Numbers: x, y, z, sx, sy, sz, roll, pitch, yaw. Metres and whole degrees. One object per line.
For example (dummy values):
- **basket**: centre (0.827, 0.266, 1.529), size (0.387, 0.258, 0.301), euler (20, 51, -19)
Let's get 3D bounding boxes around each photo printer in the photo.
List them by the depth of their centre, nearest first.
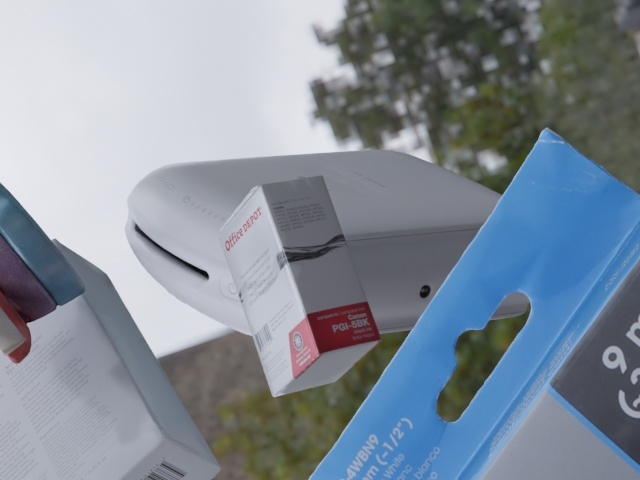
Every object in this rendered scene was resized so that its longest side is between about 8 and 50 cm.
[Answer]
- **photo printer**: centre (0.000, 0.000, 1.663), size (0.256, 0.307, 0.107), euler (30, 119, 53)

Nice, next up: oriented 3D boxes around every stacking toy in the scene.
- **stacking toy**: centre (-0.297, -0.051, 1.614), size (0.309, 0.130, 0.279), euler (53, 171, -13)

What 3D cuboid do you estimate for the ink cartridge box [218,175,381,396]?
- **ink cartridge box**: centre (-0.017, 0.033, 1.420), size (0.099, 0.056, 0.135), euler (-46, 59, 59)

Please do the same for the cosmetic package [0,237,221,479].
- **cosmetic package**: centre (-0.303, 0.224, 1.779), size (0.097, 0.377, 0.284), euler (38, -167, -49)

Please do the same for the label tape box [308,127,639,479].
- **label tape box**: centre (0.150, 0.137, 0.924), size (0.347, 0.249, 0.115), euler (41, -164, 25)
